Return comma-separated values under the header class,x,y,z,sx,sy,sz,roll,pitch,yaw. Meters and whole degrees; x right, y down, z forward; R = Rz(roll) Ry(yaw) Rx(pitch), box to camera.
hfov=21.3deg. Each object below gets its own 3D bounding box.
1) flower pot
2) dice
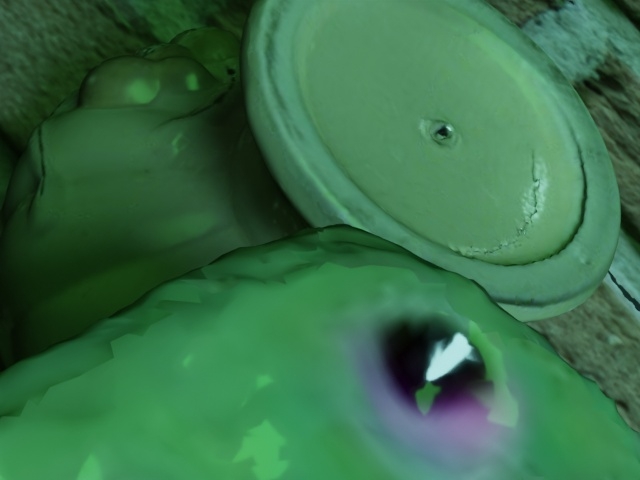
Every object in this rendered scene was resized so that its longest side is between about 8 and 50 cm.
class,x,y,z,sx,sy,sz,roll,pitch,yaw
flower pot,0.000,0.000,0.885,0.307,0.244,0.307,21,47,-25
dice,-0.045,0.206,0.599,0.318,0.330,0.322,-31,86,-35
